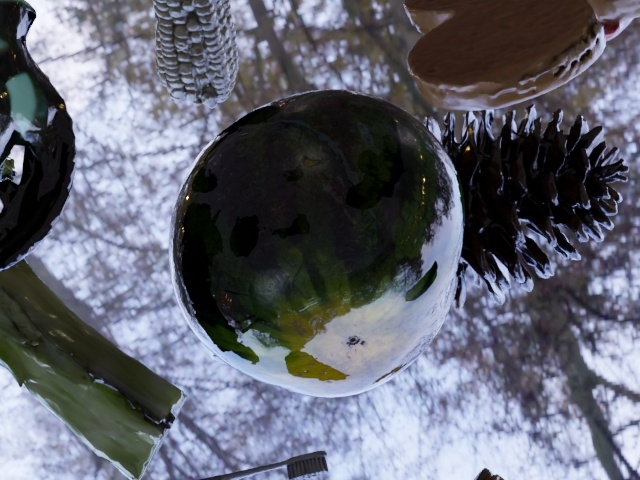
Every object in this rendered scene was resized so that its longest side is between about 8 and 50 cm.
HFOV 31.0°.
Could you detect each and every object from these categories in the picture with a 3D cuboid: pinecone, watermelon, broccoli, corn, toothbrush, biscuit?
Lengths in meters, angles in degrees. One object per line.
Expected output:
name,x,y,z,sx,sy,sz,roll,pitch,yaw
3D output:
pinecone,0.216,-0.048,1.352,0.292,0.246,0.246,-15,-138,19
watermelon,-0.001,0.004,0.984,0.269,0.269,0.269,-11,-137,11
broccoli,-0.267,0.047,0.960,0.221,0.361,0.252,-51,-156,-5
corn,-0.127,-0.228,1.139,0.087,0.210,0.087,0,-137,0
toothbrush,-0.162,0.325,1.494,0.354,0.024,0.029,-13,-125,1
biscuit,0.166,-0.170,0.787,0.216,0.047,0.339,-4,-147,33

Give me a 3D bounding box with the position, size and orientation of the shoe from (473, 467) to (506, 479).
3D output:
shoe,0.192,0.319,1.337,0.069,0.072,0.109,28,-142,5

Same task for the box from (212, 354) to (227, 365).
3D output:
box,-0.107,0.113,1.896,0.050,0.041,0.207,8,-115,52

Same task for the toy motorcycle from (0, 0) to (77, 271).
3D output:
toy motorcycle,-0.242,-0.069,0.344,0.331,0.196,0.125,-4,171,-26
